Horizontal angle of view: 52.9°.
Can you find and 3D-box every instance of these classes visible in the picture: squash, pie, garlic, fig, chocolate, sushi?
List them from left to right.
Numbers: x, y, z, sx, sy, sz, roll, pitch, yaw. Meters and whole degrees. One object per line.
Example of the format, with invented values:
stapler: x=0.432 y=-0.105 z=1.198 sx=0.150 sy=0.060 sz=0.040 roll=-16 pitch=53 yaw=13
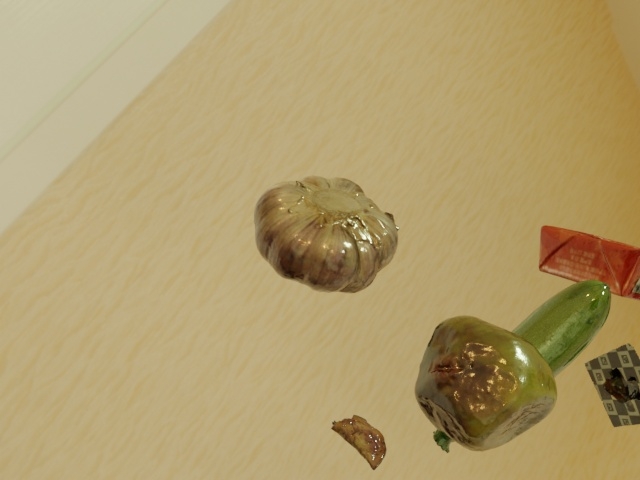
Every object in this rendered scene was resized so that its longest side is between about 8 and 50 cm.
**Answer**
garlic: x=0.000 y=0.000 z=1.027 sx=0.245 sy=0.245 sz=0.160 roll=32 pitch=-60 yaw=15
pie: x=0.102 y=0.479 z=1.564 sx=0.170 sy=0.092 sz=0.034 roll=32 pitch=-43 yaw=39
fig: x=0.197 y=0.170 z=0.749 sx=0.166 sy=0.144 sz=0.154 roll=13 pitch=20 yaw=-10
squash: x=0.344 y=0.215 z=1.108 sx=0.107 sy=0.395 sz=0.107 roll=44 pitch=5 yaw=-5
chocolate: x=0.609 y=0.055 z=1.340 sx=0.237 sy=0.107 sz=0.235 roll=14 pitch=4 yaw=-36
sushi: x=0.767 y=0.361 z=1.598 sx=0.210 sy=0.040 sz=0.192 roll=116 pitch=-43 yaw=-65
